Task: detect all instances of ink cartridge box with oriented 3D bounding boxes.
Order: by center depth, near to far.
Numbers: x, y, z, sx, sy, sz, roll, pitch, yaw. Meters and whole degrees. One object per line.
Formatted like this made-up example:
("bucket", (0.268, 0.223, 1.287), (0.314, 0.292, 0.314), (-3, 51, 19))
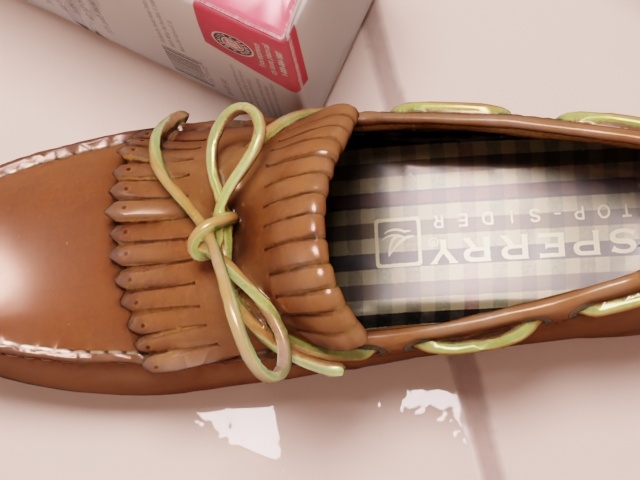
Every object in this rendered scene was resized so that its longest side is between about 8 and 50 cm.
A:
("ink cartridge box", (-0.089, -0.151, 0.808), (0.218, 0.158, 0.092), (24, 81, 8))

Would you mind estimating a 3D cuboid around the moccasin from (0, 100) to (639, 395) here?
("moccasin", (0.000, 0.003, 0.776), (0.380, 0.147, 0.139), (2, 78, 4))
